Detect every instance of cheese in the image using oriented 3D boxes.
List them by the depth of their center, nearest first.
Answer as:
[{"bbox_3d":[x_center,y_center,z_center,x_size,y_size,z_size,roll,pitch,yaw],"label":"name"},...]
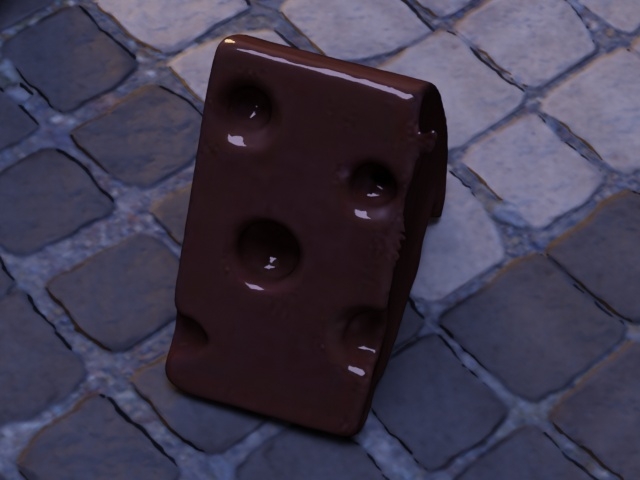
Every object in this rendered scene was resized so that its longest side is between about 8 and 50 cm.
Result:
[{"bbox_3d":[0.008,-0.022,1.115,0.128,0.202,0.177,13,21,11],"label":"cheese"}]
